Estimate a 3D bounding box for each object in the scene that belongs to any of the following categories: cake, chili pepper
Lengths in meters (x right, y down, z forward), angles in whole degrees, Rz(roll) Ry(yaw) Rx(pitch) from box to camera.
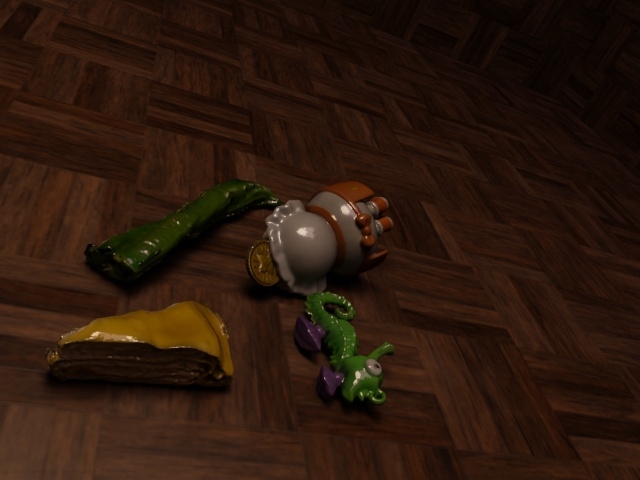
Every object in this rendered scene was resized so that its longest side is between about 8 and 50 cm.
[{"bbox_3d":[-0.175,0.090,0.605,0.185,0.079,0.116,9,37,-19],"label":"cake"},{"bbox_3d":[-0.158,-0.031,0.811,0.085,0.076,0.359,12,24,28],"label":"chili pepper"}]

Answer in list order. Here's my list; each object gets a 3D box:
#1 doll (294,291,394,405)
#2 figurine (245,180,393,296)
[{"bbox_3d":[0.029,0.127,0.726,0.115,0.050,0.190,1,37,-29],"label":"doll"},{"bbox_3d":[0.008,-0.002,0.826,0.143,0.143,0.271,37,31,17],"label":"figurine"}]
